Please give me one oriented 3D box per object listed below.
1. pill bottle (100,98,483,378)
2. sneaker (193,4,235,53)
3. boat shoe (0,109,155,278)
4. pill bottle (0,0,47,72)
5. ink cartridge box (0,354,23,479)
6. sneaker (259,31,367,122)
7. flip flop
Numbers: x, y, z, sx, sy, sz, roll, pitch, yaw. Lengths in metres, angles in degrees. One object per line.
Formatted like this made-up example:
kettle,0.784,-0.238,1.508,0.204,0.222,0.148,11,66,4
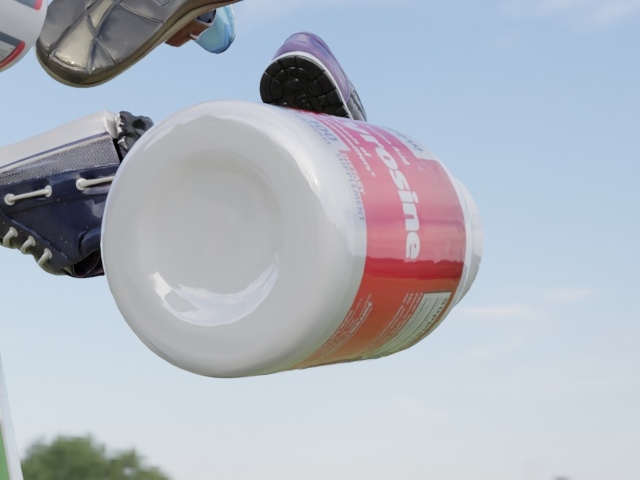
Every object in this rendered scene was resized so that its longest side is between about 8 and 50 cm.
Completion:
pill bottle,0.000,0.000,1.464,0.229,0.229,0.407,-4,-2,25
sneaker,-0.147,-0.252,1.633,0.063,0.073,0.162,-24,-66,25
boat shoe,-0.330,-0.020,1.825,0.340,0.158,0.127,-21,-20,23
pill bottle,-0.273,-0.179,1.093,0.108,0.108,0.180,-2,-6,19
ink cartridge box,-0.265,0.212,1.267,0.056,0.171,0.235,-8,25,-9
sneaker,0.032,-0.107,1.829,0.107,0.283,0.124,-16,24,18
flip flop,-0.142,-0.209,1.433,0.112,0.277,0.080,42,-33,12
